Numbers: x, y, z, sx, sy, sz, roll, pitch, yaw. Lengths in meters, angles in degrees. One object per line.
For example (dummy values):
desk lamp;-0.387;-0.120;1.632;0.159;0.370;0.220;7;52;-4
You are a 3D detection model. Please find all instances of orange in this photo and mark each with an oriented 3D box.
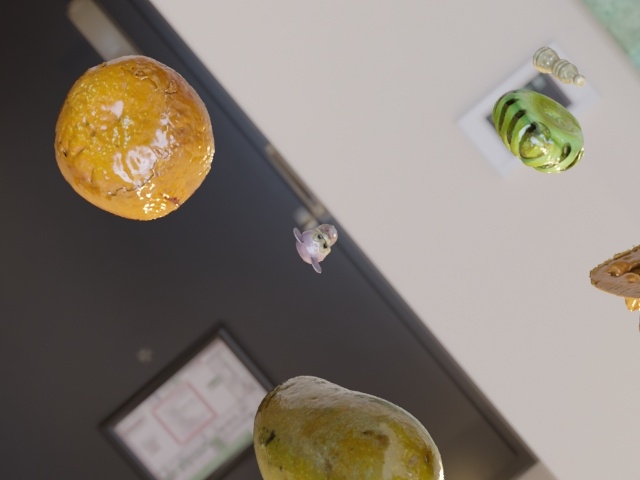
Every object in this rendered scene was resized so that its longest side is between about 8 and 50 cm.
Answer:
orange;-0.217;-0.119;1.733;0.193;0.193;0.161;-40;164;12

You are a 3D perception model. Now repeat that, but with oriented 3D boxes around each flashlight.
flashlight;0.000;0.000;1.515;0.031;0.052;0.110;-30;-177;16

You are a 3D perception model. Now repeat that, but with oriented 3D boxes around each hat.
hat;0.501;0.127;1.942;0.244;0.233;0.233;-15;-165;28

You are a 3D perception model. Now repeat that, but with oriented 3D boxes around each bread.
bread;0.278;-0.136;1.882;0.071;0.130;0.139;-52;-148;23

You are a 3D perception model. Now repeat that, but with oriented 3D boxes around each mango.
mango;0.020;0.261;1.801;0.176;0.329;0.176;3;112;-43

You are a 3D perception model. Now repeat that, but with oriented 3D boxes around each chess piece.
chess piece;0.320;-0.226;1.952;0.035;0.035;0.092;-41;-142;-4
